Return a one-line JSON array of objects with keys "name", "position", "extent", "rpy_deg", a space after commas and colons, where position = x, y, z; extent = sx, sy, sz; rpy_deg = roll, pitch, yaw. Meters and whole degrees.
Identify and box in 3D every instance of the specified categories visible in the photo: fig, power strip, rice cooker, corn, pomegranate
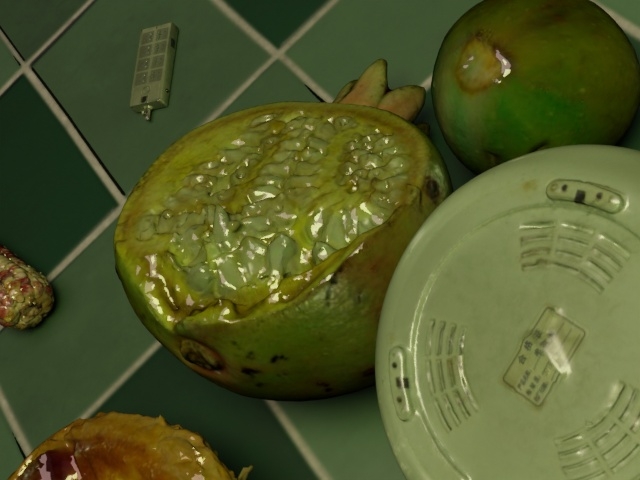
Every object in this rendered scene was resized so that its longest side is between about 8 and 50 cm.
[{"name": "fig", "position": [0.179, -0.138, 0.800], "extent": [0.181, 0.191, 0.180], "rpy_deg": [0, 89, 31]}, {"name": "power strip", "position": [-0.205, -0.208, 1.121], "extent": [0.051, 0.019, 0.136], "rpy_deg": [-5, 65, 23]}, {"name": "rice cooker", "position": [0.210, 0.089, 0.620], "extent": [0.288, 0.277, 0.288], "rpy_deg": [-12, 72, 39]}, {"name": "corn", "position": [-0.401, 0.030, 1.078], "extent": [0.237, 0.079, 0.079], "rpy_deg": [31, 84, 34]}, {"name": "pomegranate", "position": [0.000, 0.000, 0.821], "extent": [0.310, 0.216, 0.358], "rpy_deg": [5, 39, 35]}]

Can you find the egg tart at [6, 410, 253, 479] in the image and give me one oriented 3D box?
[{"name": "egg tart", "position": [-0.167, 0.321, 0.781], "extent": [0.339, 0.153, 0.351], "rpy_deg": [-48, 55, -1]}]
